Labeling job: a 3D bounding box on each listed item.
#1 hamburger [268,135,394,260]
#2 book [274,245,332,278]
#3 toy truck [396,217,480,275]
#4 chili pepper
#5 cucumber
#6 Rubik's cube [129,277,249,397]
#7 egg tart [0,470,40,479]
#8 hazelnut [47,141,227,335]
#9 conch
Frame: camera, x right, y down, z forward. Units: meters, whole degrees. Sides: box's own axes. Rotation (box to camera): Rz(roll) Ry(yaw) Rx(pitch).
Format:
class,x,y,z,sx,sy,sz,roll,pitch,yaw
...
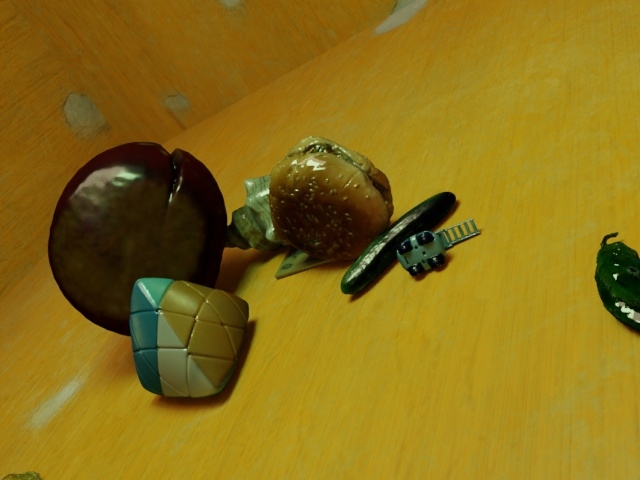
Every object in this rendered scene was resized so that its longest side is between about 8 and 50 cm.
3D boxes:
class,x,y,z,sx,sy,sz,roll,pitch,yaw
hamburger,0.010,-0.073,1.396,0.286,0.243,0.146,-13,34,49
book,0.000,0.000,1.568,0.168,0.013,0.192,-19,29,36
toy truck,0.195,0.007,1.216,0.136,0.063,0.074,-23,6,23
chili pepper,0.385,0.044,0.848,0.122,0.065,0.279,-37,22,-6
cucumber,0.140,-0.002,1.316,0.284,0.056,0.056,-41,22,-13
Rubik's cube,-0.249,0.225,1.350,0.254,0.254,0.254,-30,23,14
egg tart,-0.600,0.492,1.410,0.130,0.052,0.130,-31,19,13
hazelnut,-0.406,-0.002,1.613,0.402,0.429,0.402,0,5,0
conch,-0.092,-0.075,1.614,0.386,0.169,0.203,-39,42,36
